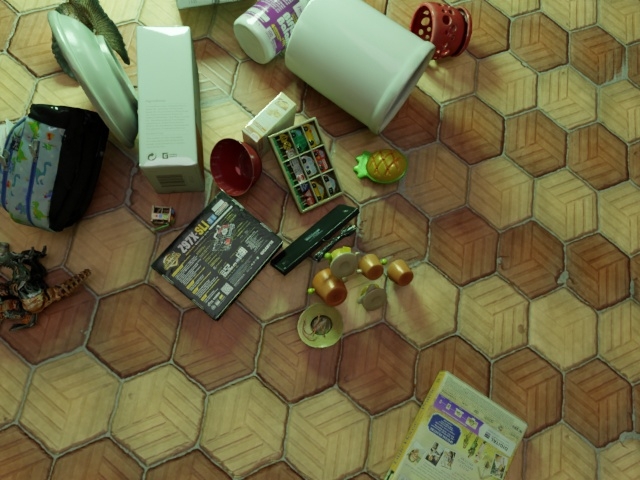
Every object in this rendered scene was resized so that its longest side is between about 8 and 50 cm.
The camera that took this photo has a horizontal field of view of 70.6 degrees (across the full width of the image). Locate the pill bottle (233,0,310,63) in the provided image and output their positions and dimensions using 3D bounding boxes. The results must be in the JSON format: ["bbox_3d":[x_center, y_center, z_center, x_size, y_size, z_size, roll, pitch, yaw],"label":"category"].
[{"bbox_3d":[-0.140,-0.769,1.565,0.169,0.169,0.301,42,76,3],"label":"pill bottle"}]

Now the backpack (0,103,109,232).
[{"bbox_3d":[-0.763,-0.202,1.297,0.273,0.290,0.356,4,102,-6],"label":"backpack"}]

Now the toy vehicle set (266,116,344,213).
[{"bbox_3d":[-0.044,-0.241,1.461,0.166,0.035,0.267,-27,109,-13],"label":"toy vehicle set"}]

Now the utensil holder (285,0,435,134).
[{"bbox_3d":[0.125,-0.593,1.481,0.385,0.327,0.327,36,75,3],"label":"utensil holder"}]

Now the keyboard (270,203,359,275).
[{"bbox_3d":[0.000,0.000,1.403,0.317,0.201,0.033,-41,117,-14],"label":"keyboard"}]

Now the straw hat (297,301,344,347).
[{"bbox_3d":[0.004,0.261,1.396,0.144,0.061,0.144,-2,79,9],"label":"straw hat"}]

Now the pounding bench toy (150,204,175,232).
[{"bbox_3d":[-0.490,-0.062,1.410,0.065,0.052,0.083,4,76,-7],"label":"pounding bench toy"}]

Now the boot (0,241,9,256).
[{"bbox_3d":[-0.983,0.036,1.331,0.118,0.042,0.087,13,69,-6],"label":"boot"}]

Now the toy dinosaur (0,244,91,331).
[{"bbox_3d":[-0.834,0.136,1.294,0.322,0.164,0.218,-19,94,-30],"label":"toy dinosaur"}]

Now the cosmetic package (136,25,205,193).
[{"bbox_3d":[-0.460,-0.397,1.405,0.161,0.230,0.453,-5,78,-9],"label":"cosmetic package"}]

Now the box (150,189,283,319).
[{"bbox_3d":[-0.311,0.045,1.398,0.257,0.079,0.322,38,75,4],"label":"box"}]

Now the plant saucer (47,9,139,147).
[{"bbox_3d":[-0.618,-0.468,1.308,0.100,0.400,0.400,-28,82,-9],"label":"plant saucer"}]

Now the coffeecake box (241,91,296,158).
[{"bbox_3d":[-0.167,-0.369,1.480,0.068,0.142,0.185,41,75,5],"label":"coffeecake box"}]

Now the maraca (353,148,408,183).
[{"bbox_3d":[0.203,-0.253,1.530,0.185,0.099,0.127,8,72,21],"label":"maraca"}]

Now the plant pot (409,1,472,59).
[{"bbox_3d":[0.435,-0.749,1.632,0.174,0.191,0.191,-3,77,-16],"label":"plant pot"}]

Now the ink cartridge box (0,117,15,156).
[{"bbox_3d":[-0.909,-0.272,1.338,0.060,0.180,0.104,-12,78,-10],"label":"ink cartridge box"}]

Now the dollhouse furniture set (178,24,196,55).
[{"bbox_3d":[-0.458,-0.694,1.558,0.081,0.091,0.114,16,72,-20],"label":"dollhouse furniture set"}]

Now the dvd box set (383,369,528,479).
[{"bbox_3d":[0.400,0.656,1.355,0.307,0.062,0.420,32,74,1],"label":"dvd box set"}]

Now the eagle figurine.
[{"bbox_3d":[-0.742,-0.697,1.462,0.225,0.226,0.298,0,71,-28],"label":"eagle figurine"}]

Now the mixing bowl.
[{"bbox_3d":[-0.253,-0.239,1.441,0.181,0.181,0.098,54,36,7],"label":"mixing bowl"}]

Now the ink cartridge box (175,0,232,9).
[{"bbox_3d":[-0.356,-0.873,1.532,0.289,0.211,0.121,-15,122,-11],"label":"ink cartridge box"}]

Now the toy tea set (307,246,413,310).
[{"bbox_3d":[0.124,0.109,1.412,0.336,0.124,0.200,12,114,-30],"label":"toy tea set"}]
